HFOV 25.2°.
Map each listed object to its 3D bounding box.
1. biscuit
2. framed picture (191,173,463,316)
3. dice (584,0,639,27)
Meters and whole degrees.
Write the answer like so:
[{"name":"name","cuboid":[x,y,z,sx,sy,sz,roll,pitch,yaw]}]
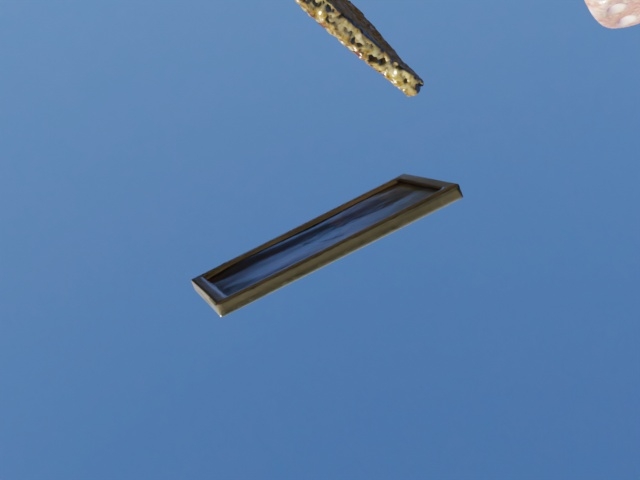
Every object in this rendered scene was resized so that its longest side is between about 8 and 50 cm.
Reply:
[{"name":"biscuit","cuboid":[-0.002,-0.201,1.184,0.025,0.231,0.131,-45,-129,10]},{"name":"framed picture","cuboid":[0.000,0.000,1.599,0.289,0.020,0.211,-27,-170,-8]},{"name":"dice","cuboid":[0.324,-0.288,1.526,0.091,0.093,0.094,-25,-113,24]}]
